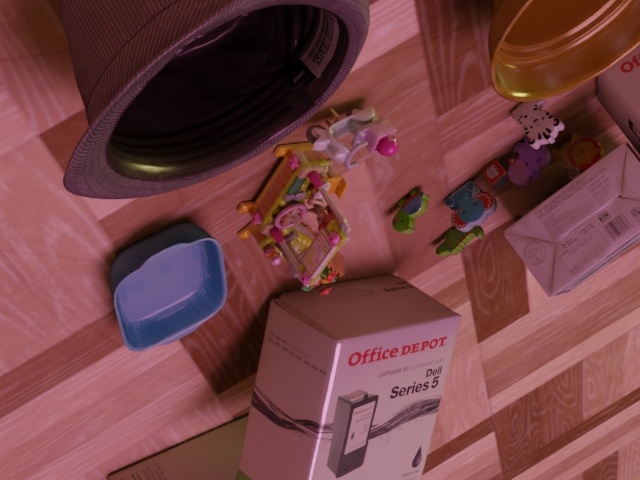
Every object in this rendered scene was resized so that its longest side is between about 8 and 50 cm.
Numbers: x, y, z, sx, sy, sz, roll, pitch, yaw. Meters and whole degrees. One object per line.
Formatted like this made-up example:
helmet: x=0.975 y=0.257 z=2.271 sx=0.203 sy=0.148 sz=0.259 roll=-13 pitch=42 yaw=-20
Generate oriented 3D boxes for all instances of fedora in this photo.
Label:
fedora: x=-0.094 y=-0.144 z=1.135 sx=0.275 sy=0.124 sz=0.244 roll=-13 pitch=152 yaw=-53

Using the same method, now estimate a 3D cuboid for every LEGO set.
LEGO set: x=0.000 y=0.000 z=1.534 sx=0.132 sy=0.107 sz=0.287 roll=-22 pitch=153 yaw=-21

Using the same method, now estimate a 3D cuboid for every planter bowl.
planter bowl: x=0.218 y=-0.227 z=1.395 sx=0.217 sy=0.090 sz=0.217 roll=-26 pitch=155 yaw=-13

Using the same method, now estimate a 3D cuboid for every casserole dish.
casserole dish: x=-0.148 y=0.042 z=1.521 sx=0.114 sy=0.037 sz=0.188 roll=-26 pitch=154 yaw=-13

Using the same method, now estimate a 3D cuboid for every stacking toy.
stacking toy: x=0.193 y=-0.057 z=1.726 sx=0.221 sy=0.052 sz=0.167 roll=-38 pitch=155 yaw=13

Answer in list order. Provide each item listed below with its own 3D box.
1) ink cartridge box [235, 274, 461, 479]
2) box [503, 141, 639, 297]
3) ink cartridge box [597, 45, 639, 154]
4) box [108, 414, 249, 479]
ink cartridge box: x=0.027 y=0.192 z=1.782 sx=0.198 sy=0.115 sz=0.272 roll=-9 pitch=119 yaw=-43
box: x=0.309 y=-0.019 z=1.800 sx=0.169 sy=0.087 sz=0.290 roll=-38 pitch=171 yaw=11
ink cartridge box: x=0.405 y=-0.130 z=1.665 sx=0.148 sy=0.203 sz=0.086 roll=-31 pitch=157 yaw=-3
box: x=-0.100 y=0.306 z=1.961 sx=0.311 sy=0.121 sz=0.148 roll=-22 pitch=152 yaw=-22
